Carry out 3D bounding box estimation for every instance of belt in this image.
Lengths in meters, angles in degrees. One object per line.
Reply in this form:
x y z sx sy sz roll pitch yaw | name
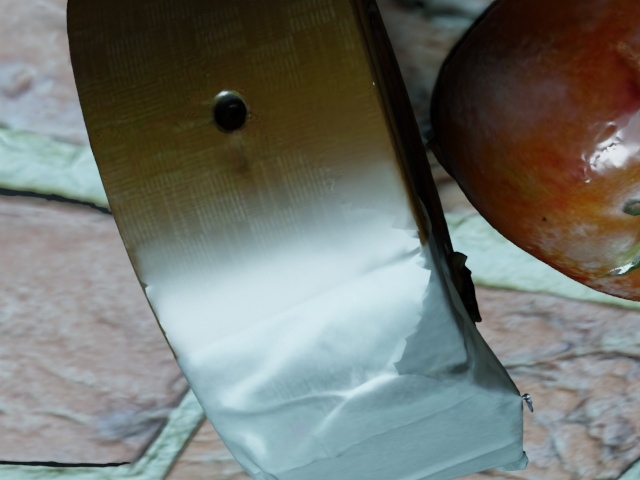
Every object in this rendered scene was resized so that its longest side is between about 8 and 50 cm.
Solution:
0.000 0.000 0.501 0.105 0.184 0.261 -17 142 3 | belt

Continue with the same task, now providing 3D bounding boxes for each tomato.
0.162 -0.041 0.584 0.225 0.085 0.225 -9 145 -7 | tomato
